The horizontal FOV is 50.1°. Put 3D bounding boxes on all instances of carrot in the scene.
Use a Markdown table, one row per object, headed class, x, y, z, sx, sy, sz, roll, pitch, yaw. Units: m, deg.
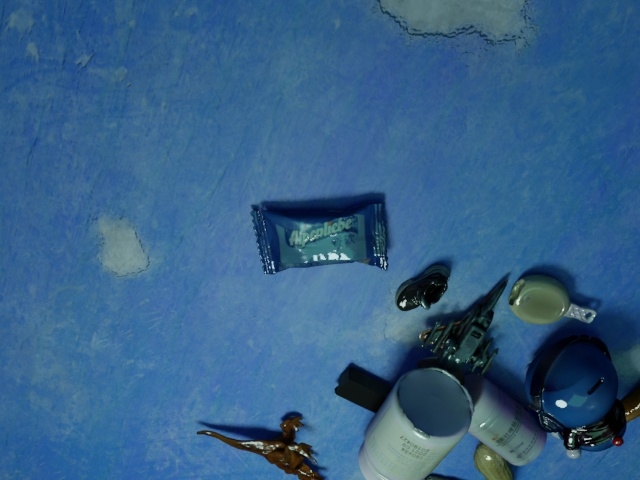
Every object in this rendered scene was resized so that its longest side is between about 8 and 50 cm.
| class | x | y | z | sx | sy | sz | roll | pitch | yaw |
| --- | --- | --- | --- | --- | --- | --- | --- | --- | --- |
| carrot | 0.862 | 0.472 | 1.910 | 0.072 | 0.072 | 0.205 | 35 | 116 | -14 |

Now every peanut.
| class | x | y | z | sx | sy | sz | roll | pitch | yaw |
| --- | --- | --- | --- | --- | --- | --- | --- | --- | --- |
| peanut | 0.512 | 0.674 | 2.018 | 0.099 | 0.090 | 0.214 | -19 | 115 | 20 |

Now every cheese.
| class | x | y | z | sx | sy | sz | roll | pitch | yaw |
| --- | --- | --- | --- | --- | --- | --- | --- | --- | --- |
| cheese | 0.603 | 0.165 | 1.765 | 0.228 | 0.064 | 0.137 | 17 | 118 | -7 |

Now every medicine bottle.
| class | x | y | z | sx | sy | sz | roll | pitch | yaw |
| --- | --- | --- | --- | --- | --- | --- | --- | --- | --- |
| medicine bottle | 0.240 | 0.519 | 1.835 | 0.214 | 0.213 | 0.378 | 16 | 137 | -6 |
| medicine bottle | 0.484 | 0.493 | 1.890 | 0.254 | 0.152 | 0.152 | 38 | 113 | -17 |

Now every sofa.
| class | x | y | z | sx | sy | sz | roll | pitch | yaw |
| --- | --- | --- | --- | --- | --- | --- | --- | --- | --- |
| sofa | 0.121 | 0.420 | 1.930 | 0.147 | 0.060 | 0.085 | 27 | 127 | -13 |

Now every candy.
| class | x | y | z | sx | sy | sz | roll | pitch | yaw |
| --- | --- | --- | --- | --- | --- | --- | --- | --- | --- |
| candy | 0.000 | 0.000 | 1.705 | 0.332 | 0.077 | 0.186 | -5 | 110 | 5 |

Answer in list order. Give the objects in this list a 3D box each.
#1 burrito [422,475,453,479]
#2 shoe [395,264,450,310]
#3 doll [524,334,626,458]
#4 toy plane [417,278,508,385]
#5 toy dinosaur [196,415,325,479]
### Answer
| class | x | y | z | sx | sy | sz | roll | pitch | yaw |
| --- | --- | --- | --- | --- | --- | --- | --- | --- | --- |
| burrito | 0.393 | 0.756 | 2.092 | 0.189 | 0.045 | 0.058 | 14 | 110 | -2 |
| shoe | 0.263 | 0.139 | 1.747 | 0.169 | 0.099 | 0.071 | -39 | 112 | 21 |
| doll | 0.669 | 0.401 | 1.793 | 0.284 | 0.240 | 0.309 | -41 | 109 | -16 |
| toy plane | 0.397 | 0.237 | 1.789 | 0.223 | 0.104 | 0.326 | 28 | 115 | -10 |
| toy dinosaur | -0.127 | 0.604 | 2.015 | 0.432 | 0.097 | 0.208 | 35 | 123 | -10 |
